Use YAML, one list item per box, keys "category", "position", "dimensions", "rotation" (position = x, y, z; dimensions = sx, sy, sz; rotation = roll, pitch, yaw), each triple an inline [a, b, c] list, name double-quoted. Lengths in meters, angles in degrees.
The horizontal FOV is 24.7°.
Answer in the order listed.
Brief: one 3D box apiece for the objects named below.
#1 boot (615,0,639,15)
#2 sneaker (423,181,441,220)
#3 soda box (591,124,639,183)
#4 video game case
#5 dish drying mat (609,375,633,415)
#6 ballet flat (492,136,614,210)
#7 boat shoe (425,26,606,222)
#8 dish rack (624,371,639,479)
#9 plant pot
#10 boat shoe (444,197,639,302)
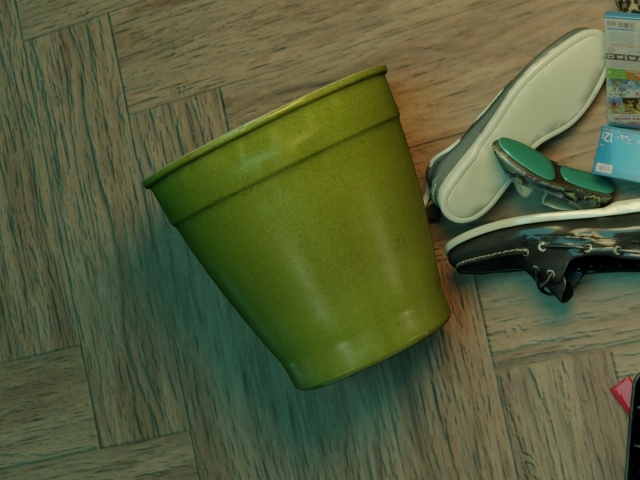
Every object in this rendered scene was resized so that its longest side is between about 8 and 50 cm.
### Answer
- category: "boot"
  position: [0.497, -0.457, 1.842]
  dimensions: [0.377, 0.138, 0.284]
  rotation: [-18, 82, 28]
- category: "sneaker"
  position: [0.165, -0.066, 2.060]
  dimensions: [0.035, 0.031, 0.083]
  rotation: [21, 105, 13]
- category: "soda box"
  position: [0.466, -0.097, 1.894]
  dimensions: [0.210, 0.071, 0.067]
  rotation: [14, 97, 24]
- category: "video game case"
  position: [0.428, -0.216, 1.891]
  dimensions: [0.119, 0.015, 0.166]
  rotation: [9, 130, 24]
- category: "dish drying mat"
  position: [0.423, 0.223, 1.951]
  dimensions: [0.032, 0.008, 0.083]
  rotation: [-41, 73, 19]
- category: "ballet flat"
  position: [0.298, -0.076, 1.934]
  dimensions: [0.188, 0.070, 0.070]
  rotation: [21, 102, -16]
- category: "boat shoe"
  position: [0.257, -0.170, 1.969]
  dimensions: [0.319, 0.116, 0.099]
  rotation: [-50, 35, 12]
- category: "dish rack"
  position: [0.532, 0.276, 1.865]
  dimensions: [0.271, 0.074, 0.208]
  rotation: [5, 94, 23]
- category: "plant pot"
  position: [0.000, 0.000, 1.988]
  dimensions: [0.366, 0.366, 0.353]
  rotation: [-25, 92, 23]
- category: "boat shoe"
  position: [0.331, 0.025, 1.929]
  dimensions: [0.340, 0.127, 0.113]
  rotation: [-9, 75, 15]
